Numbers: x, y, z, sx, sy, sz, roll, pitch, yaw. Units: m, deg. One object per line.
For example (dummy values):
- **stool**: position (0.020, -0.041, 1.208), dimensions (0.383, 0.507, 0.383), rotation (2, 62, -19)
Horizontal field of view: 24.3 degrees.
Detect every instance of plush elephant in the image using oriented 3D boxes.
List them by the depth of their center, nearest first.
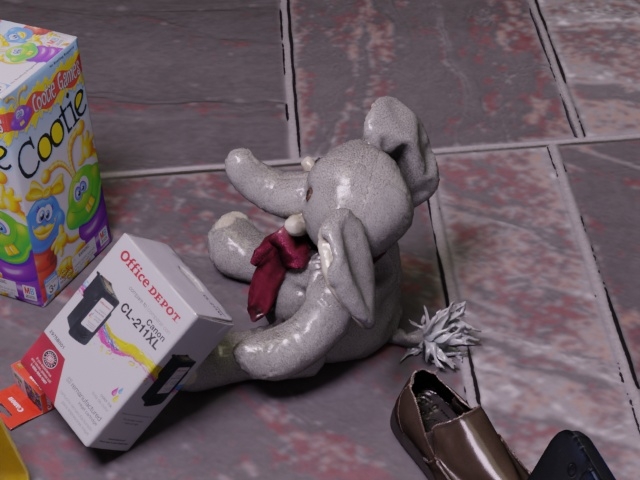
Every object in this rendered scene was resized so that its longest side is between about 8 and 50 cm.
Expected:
- **plush elephant**: position (0.000, 0.000, 1.521), dimensions (0.330, 0.255, 0.272), rotation (8, 38, 15)

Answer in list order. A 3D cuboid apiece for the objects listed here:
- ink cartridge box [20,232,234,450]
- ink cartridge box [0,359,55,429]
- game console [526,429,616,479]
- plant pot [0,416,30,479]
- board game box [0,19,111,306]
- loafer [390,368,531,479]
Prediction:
- **ink cartridge box**: position (-0.191, 0.099, 1.455), dimensions (0.127, 0.175, 0.072), rotation (46, 13, 27)
- **ink cartridge box**: position (-0.288, 0.146, 1.541), dimensions (0.115, 0.029, 0.063), rotation (-27, 43, -29)
- **game console**: position (0.141, 0.319, 1.162), dimensions (0.173, 0.250, 0.293), rotation (11, 30, -26)
- **plant pot**: position (-0.416, 0.216, 1.327), dimensions (0.187, 0.212, 0.212), rotation (-4, 35, 21)
- **board game box**: position (-0.346, -0.088, 1.655), dimensions (0.142, 0.275, 0.144), rotation (14, 41, 23)
- **loafer**: position (0.134, 0.198, 1.391), dimensions (0.080, 0.078, 0.220), rotation (-23, 41, -24)
